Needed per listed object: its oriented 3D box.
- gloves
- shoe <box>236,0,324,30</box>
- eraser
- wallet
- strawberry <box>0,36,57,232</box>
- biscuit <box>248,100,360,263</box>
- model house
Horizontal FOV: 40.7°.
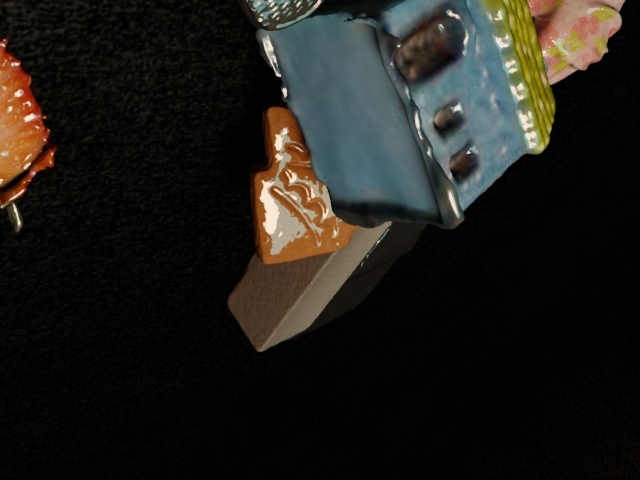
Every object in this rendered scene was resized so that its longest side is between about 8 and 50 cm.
[{"bbox_3d":[0.300,-0.265,1.146,0.145,0.126,0.241,8,120,-55],"label":"gloves"},{"bbox_3d":[-0.060,-0.313,0.768,0.108,0.093,0.241,-26,124,-11],"label":"shoe"},{"bbox_3d":[0.001,0.000,1.212,0.077,0.111,0.352,4,131,-49],"label":"eraser"},{"bbox_3d":[0.090,0.018,1.341,0.323,0.041,0.247,-52,163,25],"label":"wallet"},{"bbox_3d":[-0.338,-0.117,0.738,0.188,0.106,0.286,-22,140,-28],"label":"strawberry"},{"bbox_3d":[0.023,-0.096,1.032,0.284,0.043,0.306,35,89,-36],"label":"biscuit"},{"bbox_3d":[0.122,-0.179,0.918,0.303,0.215,0.237,-39,118,-32],"label":"model house"}]
